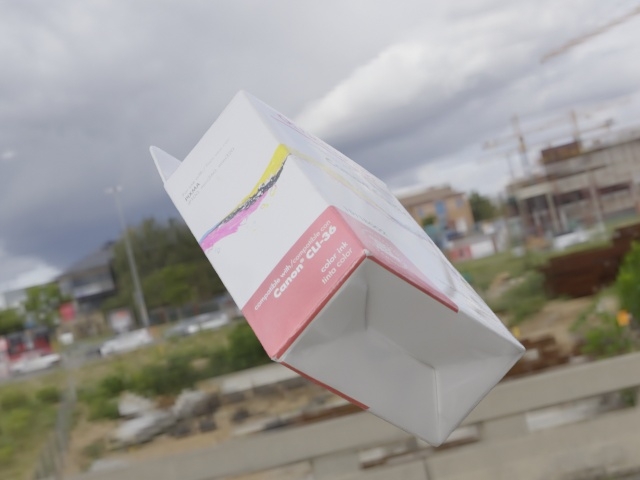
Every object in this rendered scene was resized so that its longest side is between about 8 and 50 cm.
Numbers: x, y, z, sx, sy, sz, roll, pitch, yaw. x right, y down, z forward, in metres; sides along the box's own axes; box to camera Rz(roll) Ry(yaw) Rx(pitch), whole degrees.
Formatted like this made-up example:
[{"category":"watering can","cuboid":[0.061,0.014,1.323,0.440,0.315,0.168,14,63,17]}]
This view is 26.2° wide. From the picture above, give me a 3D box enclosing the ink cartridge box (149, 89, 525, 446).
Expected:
[{"category":"ink cartridge box","cuboid":[0.000,0.000,0.672,0.115,0.198,0.067,32,-77,-38]}]
